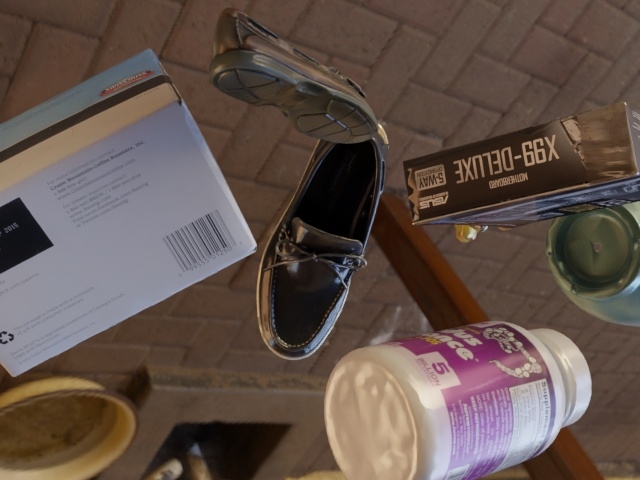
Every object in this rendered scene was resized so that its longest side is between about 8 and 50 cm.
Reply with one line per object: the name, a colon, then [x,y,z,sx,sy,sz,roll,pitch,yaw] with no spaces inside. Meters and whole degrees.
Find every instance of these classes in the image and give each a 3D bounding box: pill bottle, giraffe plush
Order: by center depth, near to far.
pill bottle: [0.168,0.182,0.899,0.301,0.169,0.169,-5,133,-37]
giraffe plush: [0.464,-0.091,2.132,0.170,0.181,0.210,7,120,0]

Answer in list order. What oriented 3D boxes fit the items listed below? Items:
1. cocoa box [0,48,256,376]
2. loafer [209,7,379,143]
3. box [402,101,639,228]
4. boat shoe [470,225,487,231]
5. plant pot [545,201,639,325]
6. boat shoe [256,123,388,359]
cocoa box: [-0.299,-0.045,0.997,0.347,0.228,0.232,-28,123,-4]
loafer: [-0.019,-0.187,0.915,0.096,0.084,0.267,-15,161,35]
box: [0.275,-0.075,0.921,0.242,0.077,0.307,-12,173,32]
boat shoe: [0.369,-0.077,2.042,0.049,0.152,0.056,-15,145,-46]
plant pot: [0.510,0.011,1.355,0.196,0.293,0.293,-2,132,-45]
boat shoe: [0.000,0.000,1.504,0.186,0.156,0.501,20,99,-5]
